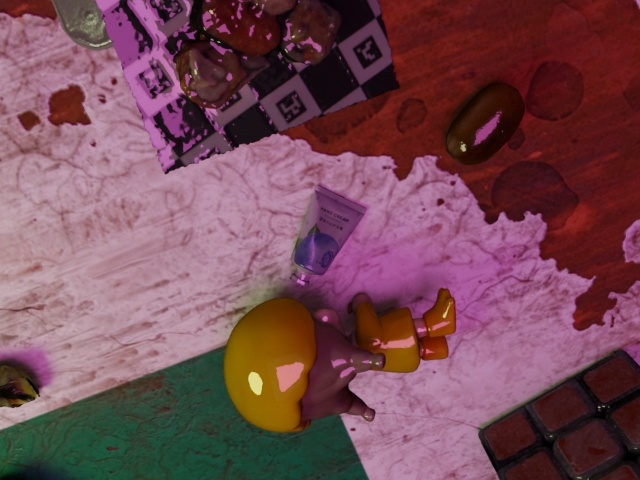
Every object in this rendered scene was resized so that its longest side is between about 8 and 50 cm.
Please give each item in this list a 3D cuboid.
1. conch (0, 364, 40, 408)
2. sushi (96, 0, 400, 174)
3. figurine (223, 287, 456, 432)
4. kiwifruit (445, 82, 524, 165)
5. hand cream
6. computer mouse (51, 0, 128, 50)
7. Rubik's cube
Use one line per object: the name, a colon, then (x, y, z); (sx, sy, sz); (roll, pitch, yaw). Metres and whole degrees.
conch: (-0.469, 0.221, 1.028); (0.089, 0.074, 0.121); (-20, 147, 40)
sushi: (-0.075, -0.269, 0.815); (0.339, 0.069, 0.320); (-22, 117, -11)
figurine: (0.028, 0.161, 1.024); (0.344, 0.187, 0.215); (-14, 129, -9)
kiwifruit: (0.224, -0.157, 0.949); (0.075, 0.075, 0.124); (37, 102, -22)
hand cream: (0.000, 0.000, 1.009); (0.084, 0.053, 0.142); (25, 99, -18)
computer mouse: (-0.282, -0.313, 0.806); (0.089, 0.056, 0.181); (-13, 121, 18)
Rubik's cube: (0.489, 0.425, 1.138); (0.304, 0.305, 0.301); (-31, 115, 9)
